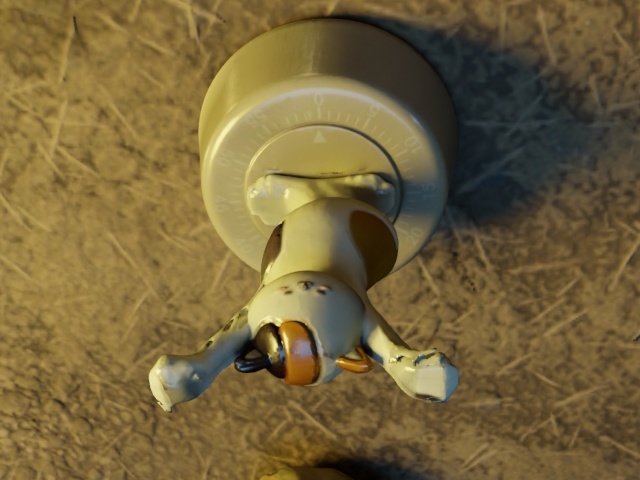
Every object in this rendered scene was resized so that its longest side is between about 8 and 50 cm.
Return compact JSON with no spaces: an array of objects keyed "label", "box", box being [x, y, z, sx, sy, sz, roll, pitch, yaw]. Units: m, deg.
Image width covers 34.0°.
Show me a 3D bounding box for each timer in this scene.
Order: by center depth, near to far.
[{"label":"timer","box":[0.000,0.000,0.602,0.175,0.266,0.175,1,122,2]}]

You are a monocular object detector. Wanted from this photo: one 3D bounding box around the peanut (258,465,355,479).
[{"label":"peanut","box":[0.038,0.299,0.879,0.130,0.130,0.290,-26,115,18]}]
